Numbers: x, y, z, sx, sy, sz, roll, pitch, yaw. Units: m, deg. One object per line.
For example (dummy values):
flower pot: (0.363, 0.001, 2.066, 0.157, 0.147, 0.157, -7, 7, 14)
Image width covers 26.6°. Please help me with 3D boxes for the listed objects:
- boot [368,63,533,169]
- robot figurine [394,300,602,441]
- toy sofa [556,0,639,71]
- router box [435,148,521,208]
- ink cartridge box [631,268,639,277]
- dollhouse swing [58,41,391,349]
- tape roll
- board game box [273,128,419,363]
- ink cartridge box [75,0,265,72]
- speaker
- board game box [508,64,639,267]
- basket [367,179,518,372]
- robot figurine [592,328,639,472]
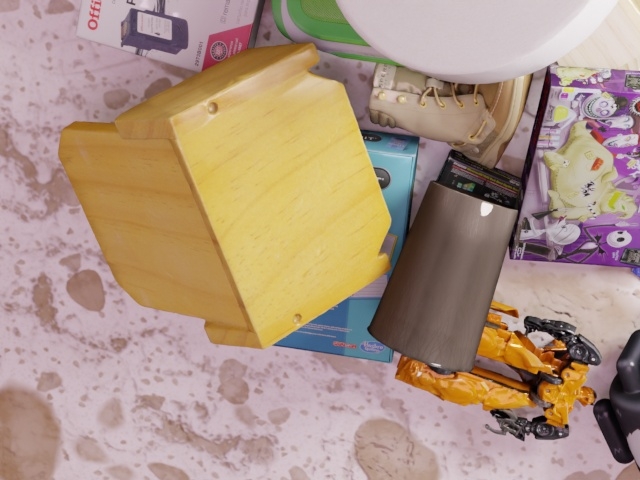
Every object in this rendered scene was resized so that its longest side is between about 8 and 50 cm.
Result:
boot: (0.169, -0.201, 1.790, 0.203, 0.095, 0.262, 20, 159, 3)
robot figurine: (0.270, 0.182, 2.009, 0.291, 0.085, 0.211, 19, 117, 1)
toy sofa: (0.309, -0.374, 1.708, 0.177, 0.150, 0.362, -32, 106, 26)
router box: (0.221, -0.064, 1.928, 0.122, 0.038, 0.092, 23, 117, -2)
ink cartridge box: (0.596, 0.040, 1.911, 0.224, 0.045, 0.223, 35, 116, -7)
dollhouse swing: (-0.137, -0.073, 1.873, 0.315, 0.305, 0.347, -31, 116, -20)
tape roll: (0.181, -0.376, 1.553, 0.392, 0.072, 0.392, -3, 84, 30)
board game box: (0.000, 0.000, 1.970, 0.254, 0.079, 0.336, 8, 116, 6)
ink cartridge box: (-0.198, -0.334, 1.834, 0.237, 0.100, 0.172, 16, 116, 1)
speaker: (0.082, -0.295, 1.730, 0.296, 0.131, 0.131, 14, 121, 37)
board game box: (0.376, -0.089, 1.796, 0.208, 0.056, 0.347, 0, 141, -2)
basket: (0.173, 0.043, 1.857, 0.154, 0.204, 0.227, 18, 96, -5)
robot figurine: (0.522, 0.262, 1.954, 0.173, 0.209, 0.278, -30, 109, -11)
